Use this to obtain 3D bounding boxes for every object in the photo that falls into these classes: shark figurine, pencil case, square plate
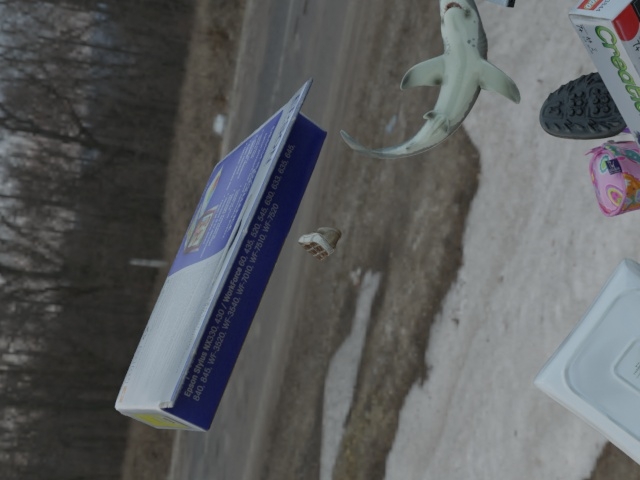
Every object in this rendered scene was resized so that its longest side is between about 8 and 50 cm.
[{"bbox_3d":[0.161,-0.184,1.183,0.278,0.166,0.116,-56,-7,31],"label":"shark figurine"},{"bbox_3d":[0.569,-0.125,1.436,0.124,0.284,0.124,167,90,-83],"label":"pencil case"},{"bbox_3d":[0.678,0.263,1.878,0.344,0.049,0.347,38,96,27],"label":"square plate"}]

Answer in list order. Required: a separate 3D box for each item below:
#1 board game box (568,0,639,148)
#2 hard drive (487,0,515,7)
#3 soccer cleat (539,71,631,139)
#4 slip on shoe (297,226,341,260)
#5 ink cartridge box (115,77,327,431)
[{"bbox_3d":[0.337,-0.127,0.718,0.193,0.305,0.053,-46,32,-7],"label":"board game box"},{"bbox_3d":[0.317,-0.480,1.561,0.094,0.022,0.135,-135,49,-56],"label":"hard drive"},{"bbox_3d":[0.478,-0.190,1.296,0.318,0.116,0.109,-9,64,34],"label":"soccer cleat"},{"bbox_3d":[0.000,0.000,1.473,0.041,0.051,0.135,-49,6,-12],"label":"slip on shoe"},{"bbox_3d":[-0.091,0.031,0.865,0.307,0.072,0.304,-21,45,65],"label":"ink cartridge box"}]
